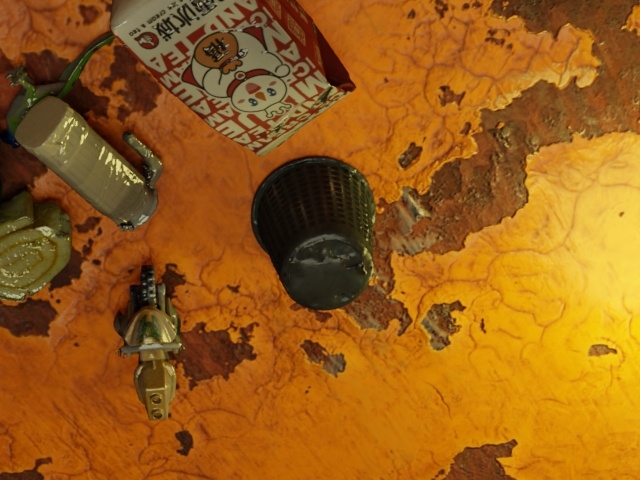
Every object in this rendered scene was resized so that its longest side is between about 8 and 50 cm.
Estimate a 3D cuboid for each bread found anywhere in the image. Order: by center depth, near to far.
[{"bbox_3d":[-0.394,0.007,1.731,0.156,0.064,0.117,-36,123,13],"label":"bread"}]

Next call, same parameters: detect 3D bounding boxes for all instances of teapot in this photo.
[{"bbox_3d":[-0.279,-0.105,1.657,0.107,0.077,0.200,-54,134,-11],"label":"teapot"}]

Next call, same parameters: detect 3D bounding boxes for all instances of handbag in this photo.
[{"bbox_3d":[-0.104,-0.234,1.580,0.171,0.151,0.298,-32,127,17],"label":"handbag"}]

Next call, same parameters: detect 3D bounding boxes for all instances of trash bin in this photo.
[{"bbox_3d":[0.000,0.000,1.722,0.175,0.161,0.175,-4,120,-6],"label":"trash bin"}]

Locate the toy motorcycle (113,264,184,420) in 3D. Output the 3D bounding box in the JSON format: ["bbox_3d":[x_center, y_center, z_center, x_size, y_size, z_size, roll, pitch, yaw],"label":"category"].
[{"bbox_3d":[-0.233,0.151,1.800,0.094,0.130,0.229,-5,122,-8],"label":"toy motorcycle"}]

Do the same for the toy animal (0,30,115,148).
[{"bbox_3d":[-0.338,-0.201,1.620,0.217,0.041,0.075,-44,132,16],"label":"toy animal"}]
